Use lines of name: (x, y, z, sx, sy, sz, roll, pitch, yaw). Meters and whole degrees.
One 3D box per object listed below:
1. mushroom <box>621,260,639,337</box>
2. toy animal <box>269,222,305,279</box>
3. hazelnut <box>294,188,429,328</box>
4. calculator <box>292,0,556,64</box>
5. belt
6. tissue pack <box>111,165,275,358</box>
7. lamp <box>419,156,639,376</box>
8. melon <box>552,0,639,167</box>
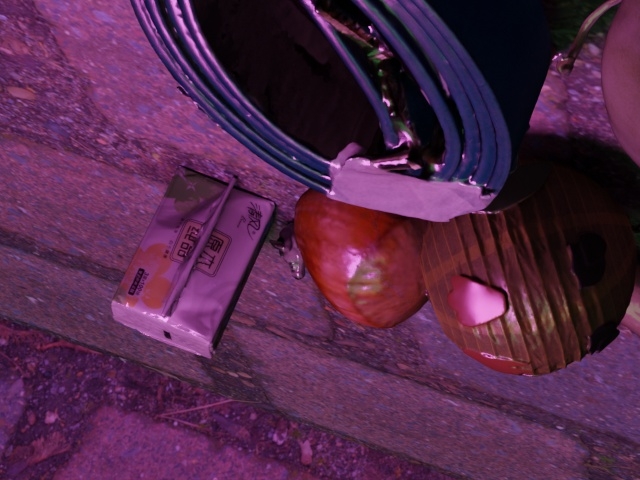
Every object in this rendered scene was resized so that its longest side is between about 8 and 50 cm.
mushroom: (0.416, 0.084, 1.913, 0.247, 0.096, 0.108, 28, -174, -4)
toy animal: (0.003, -0.004, 2.194, 0.176, 0.073, 0.217, 28, 159, 19)
hazelnut: (0.060, 0.005, 1.995, 0.214, 0.176, 0.214, 30, 143, 26)
calculator: (0.053, -0.196, 1.584, 0.330, 0.048, 0.220, 24, 147, -3)
belt: (0.018, -0.200, 1.417, 0.300, 0.173, 0.436, -10, 132, 41)
tissue pack: (-0.179, 0.022, 2.226, 0.159, 0.229, 0.145, 22, 160, 6)
lamp: (0.252, 0.021, 1.749, 0.284, 0.250, 0.250, -19, 153, 3)
melon: (0.351, -0.120, 1.176, 0.308, 0.272, 0.272, 45, 164, 10)
